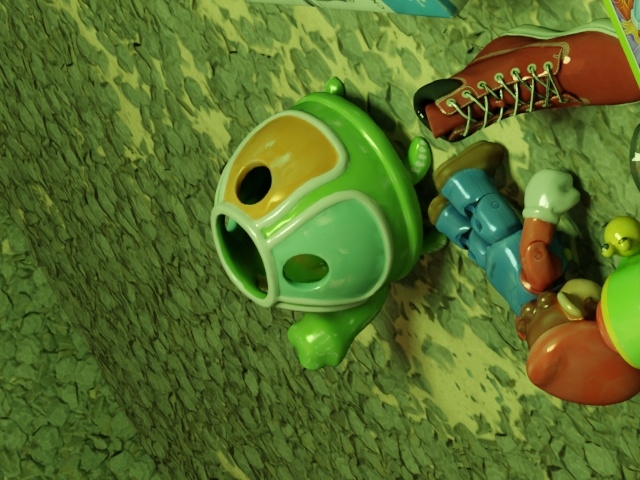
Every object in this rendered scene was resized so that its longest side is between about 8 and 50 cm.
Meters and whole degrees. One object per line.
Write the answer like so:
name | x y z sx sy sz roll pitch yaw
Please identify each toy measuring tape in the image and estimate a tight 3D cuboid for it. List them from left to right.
toy measuring tape | 0.364 0.128 1.967 0.330 0.121 0.121 62 154 -6

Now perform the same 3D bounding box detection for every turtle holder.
turtle holder | -0.011 -0.016 2.355 0.243 0.227 0.320 48 153 18

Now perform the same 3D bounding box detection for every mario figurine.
mario figurine | 0.257 0.039 2.117 0.320 0.170 0.198 56 -167 28

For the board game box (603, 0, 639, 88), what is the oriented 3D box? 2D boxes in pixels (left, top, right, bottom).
board game box | 0.370 -0.222 1.620 0.347 0.078 0.233 1 120 60

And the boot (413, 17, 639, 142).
boot | 0.203 -0.142 1.894 0.244 0.176 0.088 8 124 56

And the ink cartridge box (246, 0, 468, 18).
ink cartridge box | -0.029 -0.372 1.941 0.285 0.166 0.395 39 166 -32

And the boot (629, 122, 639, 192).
boot | 0.413 -0.042 1.693 0.229 0.091 0.263 -1 162 36
